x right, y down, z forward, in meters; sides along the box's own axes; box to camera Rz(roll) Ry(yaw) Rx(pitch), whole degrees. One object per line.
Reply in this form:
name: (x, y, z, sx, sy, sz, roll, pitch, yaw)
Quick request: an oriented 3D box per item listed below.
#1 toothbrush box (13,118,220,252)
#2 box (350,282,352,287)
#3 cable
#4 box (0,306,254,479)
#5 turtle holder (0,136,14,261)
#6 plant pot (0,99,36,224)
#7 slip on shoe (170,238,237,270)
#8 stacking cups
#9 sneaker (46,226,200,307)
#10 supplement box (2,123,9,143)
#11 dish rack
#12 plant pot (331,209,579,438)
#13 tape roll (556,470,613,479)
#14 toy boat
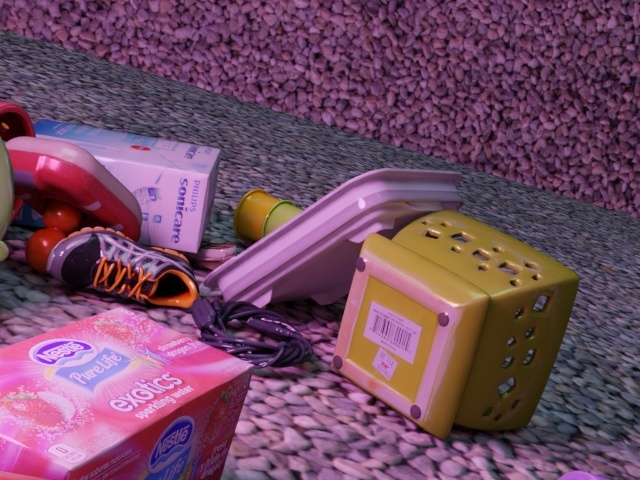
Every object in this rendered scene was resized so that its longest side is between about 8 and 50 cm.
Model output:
toothbrush box: (-0.311, -0.087, 1.691, 0.295, 0.126, 0.216, 11, 14, -2)
box: (0.095, 0.066, 1.865, 0.116, 0.029, 0.162, 27, 16, 32)
cable: (-0.083, 0.126, 1.411, 0.150, 0.047, 0.184, 17, 11, -25)
box: (-0.194, 0.167, 0.897, 0.154, 0.142, 0.300, 22, 15, 18)
turtle holder: (-0.508, -0.043, 1.225, 0.320, 0.243, 0.227, -34, 22, -21)
plant pot: (-0.499, -0.110, 1.489, 0.174, 0.191, 0.191, 16, 13, 15)
slip on shoe: (-0.177, 0.023, 1.680, 0.135, 0.041, 0.051, 6, 19, 39)
stacking cups: (0.000, 0.000, 1.794, 0.316, 0.096, 0.096, 20, 13, 37)
sneaker: (-0.248, 0.041, 1.441, 0.215, 0.084, 0.083, 9, 22, -35)
supplement box: (-0.605, -0.191, 1.890, 0.233, 0.078, 0.080, 27, 17, 34)
dish rack: (0.032, 0.011, 1.553, 0.285, 0.333, 0.072, -1, 62, -54)
plant pot: (0.154, 0.107, 1.405, 0.207, 0.227, 0.228, -6, 28, -45)
tape roll: (0.152, 0.276, 0.633, 0.090, 0.275, 0.275, 18, 14, -1)
toy boat: (-0.340, -0.026, 1.469, 0.151, 0.151, 0.231, 9, -22, 27)
